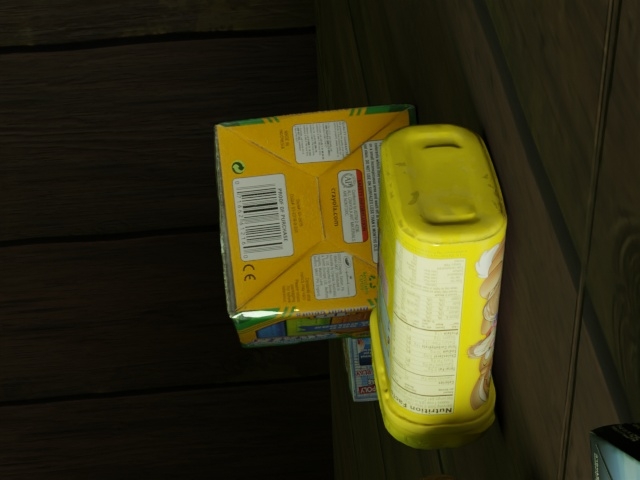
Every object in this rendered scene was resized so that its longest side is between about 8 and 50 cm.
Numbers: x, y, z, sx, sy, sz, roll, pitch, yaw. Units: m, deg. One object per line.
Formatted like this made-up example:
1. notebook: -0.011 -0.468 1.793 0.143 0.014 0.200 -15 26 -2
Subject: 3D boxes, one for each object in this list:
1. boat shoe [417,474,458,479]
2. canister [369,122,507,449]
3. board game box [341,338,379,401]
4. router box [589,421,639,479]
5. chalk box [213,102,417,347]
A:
1. boat shoe: 0.089 0.245 0.644 0.123 0.123 0.342 55 -177 -20
2. canister: 0.072 0.028 0.847 0.126 0.073 0.170 -98 5 -50
3. board game box: 0.055 0.108 1.546 0.194 0.060 0.194 90 175 -63
4. router box: 0.114 0.120 0.408 0.092 0.038 0.122 178 87 -88
5. chalk box: 0.000 0.000 1.287 0.289 0.179 0.180 94 171 -80
